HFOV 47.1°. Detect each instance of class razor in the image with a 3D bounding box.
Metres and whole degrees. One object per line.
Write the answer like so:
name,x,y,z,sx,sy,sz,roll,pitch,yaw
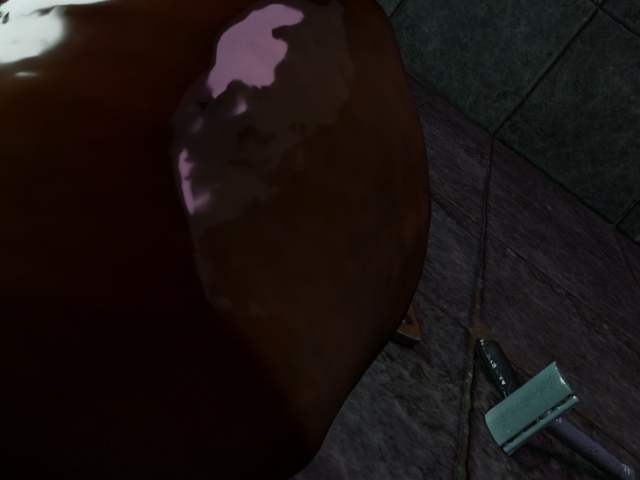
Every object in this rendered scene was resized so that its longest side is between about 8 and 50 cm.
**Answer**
razor,0.313,0.243,0.886,0.232,0.106,0.068,36,22,-27

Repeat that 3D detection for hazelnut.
hazelnut,-0.112,-0.012,0.454,0.366,0.366,0.366,31,24,-15

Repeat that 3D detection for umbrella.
umbrella,0.237,0.180,0.950,0.036,0.031,0.133,0,36,-15

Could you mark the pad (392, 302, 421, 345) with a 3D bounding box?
pad,0.000,0.000,0.969,0.284,0.018,0.286,28,23,-19
